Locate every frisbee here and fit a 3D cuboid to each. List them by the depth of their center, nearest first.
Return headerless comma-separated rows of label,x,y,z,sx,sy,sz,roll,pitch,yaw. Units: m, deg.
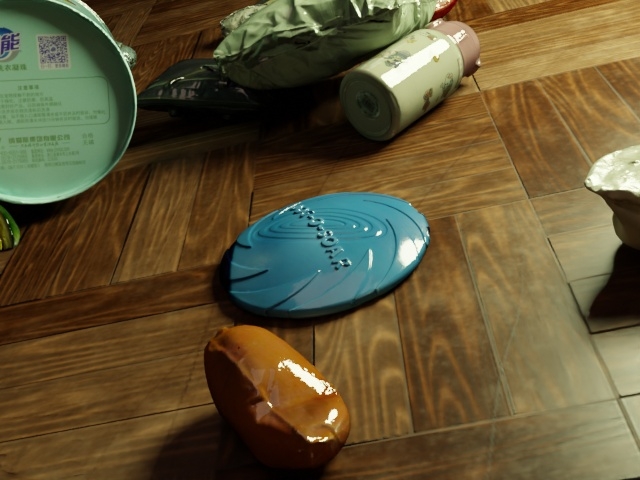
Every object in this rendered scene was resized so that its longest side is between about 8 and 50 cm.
frisbee,0.000,0.000,0.952,0.242,0.045,0.242,-12,29,7

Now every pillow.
pillow,0.027,-0.320,1.280,0.284,0.138,0.310,-11,15,26

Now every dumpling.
dumpling,0.340,-0.046,0.821,0.177,0.092,0.150,-9,34,8

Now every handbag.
handbag,-0.162,-0.248,1.390,0.254,0.088,0.211,4,26,20

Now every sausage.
sausage,-0.039,0.133,0.717,0.089,0.089,0.179,-27,36,-20

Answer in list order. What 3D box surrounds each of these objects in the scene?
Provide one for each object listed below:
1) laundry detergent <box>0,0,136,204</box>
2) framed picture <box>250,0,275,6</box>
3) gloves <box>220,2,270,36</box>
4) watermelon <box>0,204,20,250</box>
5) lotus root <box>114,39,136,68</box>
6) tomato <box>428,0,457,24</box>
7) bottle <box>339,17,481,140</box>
laundry detergent,-0.433,-0.233,1.278,0.287,0.287,0.305,-21,25,-10
framed picture,-0.083,-0.507,1.861,0.199,0.010,0.195,13,40,38
gloves,-0.124,-0.435,1.700,0.153,0.070,0.114,8,38,37
watermelon,-0.506,-0.028,1.194,0.182,0.075,0.092,-6,35,12
lotus root,-0.534,-0.396,1.757,0.322,0.139,0.158,-1,33,19
tomato,0.129,-0.463,1.543,0.233,0.139,0.200,33,61,-1
bottle,0.138,-0.239,1.216,0.110,0.109,0.233,16,43,42
